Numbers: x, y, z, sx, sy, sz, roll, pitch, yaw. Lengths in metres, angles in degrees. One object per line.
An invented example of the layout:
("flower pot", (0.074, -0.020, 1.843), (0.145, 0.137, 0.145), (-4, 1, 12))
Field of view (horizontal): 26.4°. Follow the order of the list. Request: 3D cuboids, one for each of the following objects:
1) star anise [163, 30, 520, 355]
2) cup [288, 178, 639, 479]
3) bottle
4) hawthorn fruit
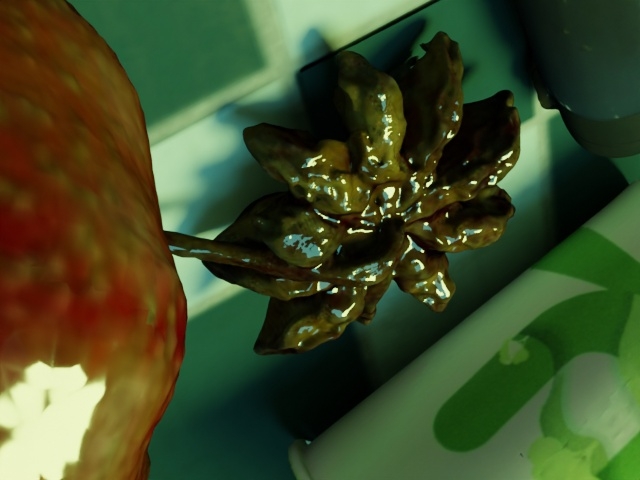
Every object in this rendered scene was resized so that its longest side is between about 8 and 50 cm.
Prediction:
("star anise", (-0.003, 0.000, 0.642), (0.234, 0.073, 0.177), (-27, 137, 1))
("cup", (0.159, 0.124, 0.790), (0.274, 0.253, 0.253), (-44, 145, 1))
("bottle", (0.114, -0.119, 0.593), (0.082, 0.072, 0.244), (1, 154, 23))
("hawthorn fruit", (-0.192, 0.011, 0.378), (0.300, 0.254, 0.254), (22, 120, -24))
